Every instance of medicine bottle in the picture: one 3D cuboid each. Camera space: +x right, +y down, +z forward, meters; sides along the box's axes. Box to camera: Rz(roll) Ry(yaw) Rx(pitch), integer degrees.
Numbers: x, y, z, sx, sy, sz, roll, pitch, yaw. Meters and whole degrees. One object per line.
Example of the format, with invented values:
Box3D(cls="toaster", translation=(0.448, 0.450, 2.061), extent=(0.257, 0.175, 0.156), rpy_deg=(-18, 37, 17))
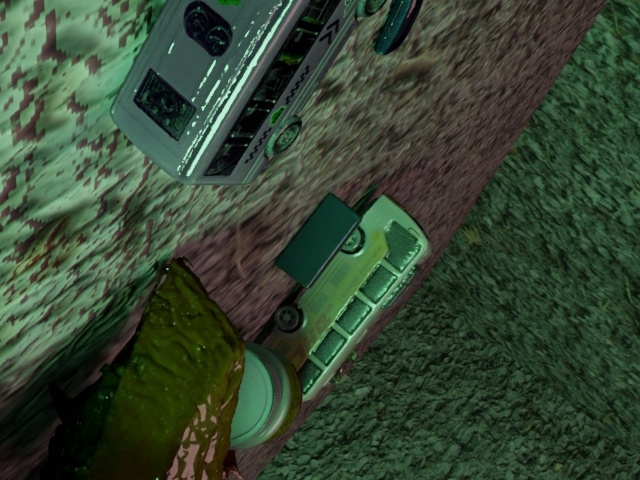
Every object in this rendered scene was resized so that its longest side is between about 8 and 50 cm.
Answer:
Box3D(cls="medicine bottle", translation=(-0.103, 0.203, 1.058), extent=(0.139, 0.139, 0.225), rpy_deg=(-51, 169, -5))

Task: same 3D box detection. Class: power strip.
Box3D(cls="power strip", translation=(0.000, 0.000, 1.046), extent=(0.123, 0.056, 0.032), rpy_deg=(-52, 170, -1))

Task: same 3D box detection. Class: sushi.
Box3D(cls="sushi", translation=(-0.156, 0.163, 0.667), extent=(0.149, 0.140, 0.287), rpy_deg=(-11, 114, -60))

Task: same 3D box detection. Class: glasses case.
Box3D(cls="glasses case", translation=(0.081, -0.216, 0.778), extent=(0.033, 0.023, 0.083), rpy_deg=(-37, 162, -47))

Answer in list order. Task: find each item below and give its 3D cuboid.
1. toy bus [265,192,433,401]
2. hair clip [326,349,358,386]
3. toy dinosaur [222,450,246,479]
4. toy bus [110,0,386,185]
Box3D(cls="toy bus", translation=(0.037, 0.090, 1.270), extent=(0.342, 0.138, 0.097), rpy_deg=(-52, 167, 7))
Box3D(cls="hair clip", translation=(-0.002, 0.204, 1.458), extent=(0.085, 0.106, 0.292), rpy_deg=(-34, -173, -10))
Box3D(cls="toy dinosaur", translation=(-0.133, 0.336, 1.234), extent=(0.327, 0.113, 0.206), rpy_deg=(-19, 106, -55))
Box3D(cls="toy bus", translation=(-0.038, -0.118, 0.452), extent=(0.178, 0.087, 0.098), rpy_deg=(-54, 163, 22))
